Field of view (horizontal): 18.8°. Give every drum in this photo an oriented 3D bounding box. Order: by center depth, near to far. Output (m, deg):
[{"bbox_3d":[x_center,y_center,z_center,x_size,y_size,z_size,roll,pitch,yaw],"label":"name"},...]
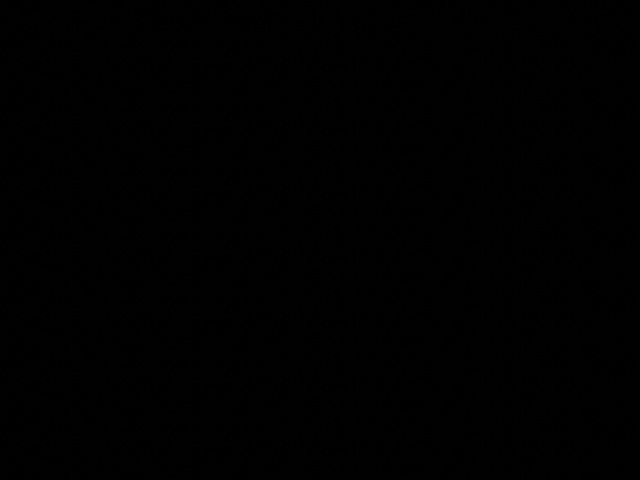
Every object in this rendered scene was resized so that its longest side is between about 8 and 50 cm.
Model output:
[{"bbox_3d":[0.000,0.000,0.121,0.431,0.214,0.431,-8,9,1],"label":"drum"}]
